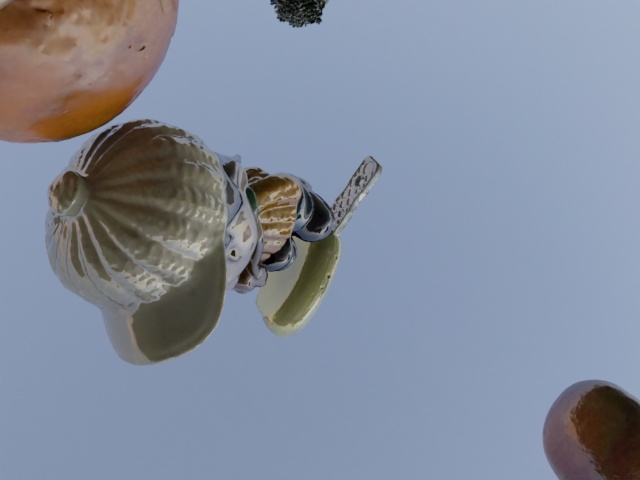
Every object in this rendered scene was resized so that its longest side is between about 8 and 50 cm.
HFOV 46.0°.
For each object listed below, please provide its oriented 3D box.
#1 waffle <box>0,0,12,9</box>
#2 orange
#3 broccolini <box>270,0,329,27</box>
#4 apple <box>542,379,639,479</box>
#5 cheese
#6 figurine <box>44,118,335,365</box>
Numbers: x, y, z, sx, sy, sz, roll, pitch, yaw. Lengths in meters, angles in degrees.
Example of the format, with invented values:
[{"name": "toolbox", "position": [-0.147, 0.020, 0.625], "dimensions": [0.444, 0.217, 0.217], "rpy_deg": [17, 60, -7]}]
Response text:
[{"name": "waffle", "position": [-0.188, -0.219, 0.232], "dimensions": [0.213, 0.308, 0.091], "rpy_deg": [-42, -141, -18]}, {"name": "orange", "position": [-0.241, -0.214, 0.571], "dimensions": [0.226, 0.284, 0.283], "rpy_deg": [-22, -116, 21]}, {"name": "broccolini", "position": [0.008, -0.288, 0.871], "dimensions": [0.067, 0.058, 0.216], "rpy_deg": [31, -148, 6]}, {"name": "apple", "position": [0.398, 0.279, 1.013], "dimensions": [0.195, 0.173, 0.160], "rpy_deg": [26, -140, -15]}, {"name": "cheese", "position": [0.000, 0.000, 0.977], "dimensions": [0.050, 0.255, 0.127], "rpy_deg": [26, -164, -32]}, {"name": "figurine", "position": [-0.125, -0.025, 0.747], "dimensions": [0.204, 0.185, 0.332], "rpy_deg": [49, -157, 0]}]
